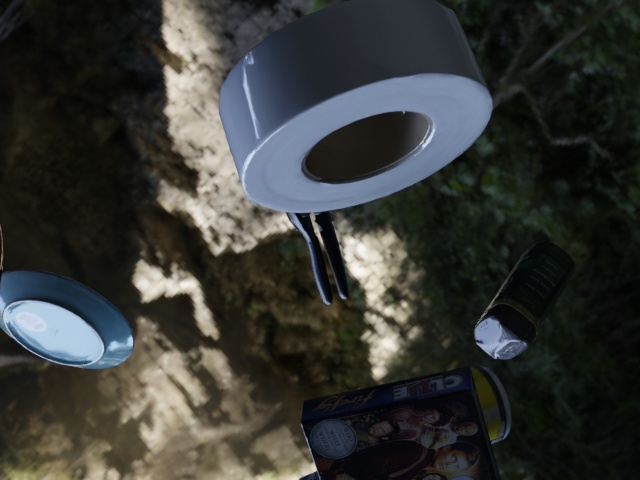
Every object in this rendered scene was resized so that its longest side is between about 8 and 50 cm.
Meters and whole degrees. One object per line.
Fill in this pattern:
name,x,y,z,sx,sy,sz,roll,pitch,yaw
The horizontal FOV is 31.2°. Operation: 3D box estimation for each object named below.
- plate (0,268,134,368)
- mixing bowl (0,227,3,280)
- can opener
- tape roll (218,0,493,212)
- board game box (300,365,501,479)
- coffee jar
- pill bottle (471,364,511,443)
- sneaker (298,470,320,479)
plate,-0.314,0.103,1.364,0.188,0.188,0.024,37,-132,-22
mixing bowl,-0.420,-0.006,1.251,0.181,0.181,0.098,37,-139,-23
can opener,0.000,0.000,1.590,0.073,0.059,0.186,-133,20,-78
tape roll,0.036,-0.139,1.234,0.286,0.286,0.100,9,-124,-52
board game box,0.094,0.248,1.104,0.042,0.165,0.243,-80,-26,-65
coffee jar,0.302,0.090,1.702,0.079,0.096,0.184,39,-125,0
pill bottle,0.141,0.229,1.454,0.184,0.103,0.103,-14,-120,-19
sneaker,-0.003,0.376,1.601,0.081,0.211,0.080,31,173,23
